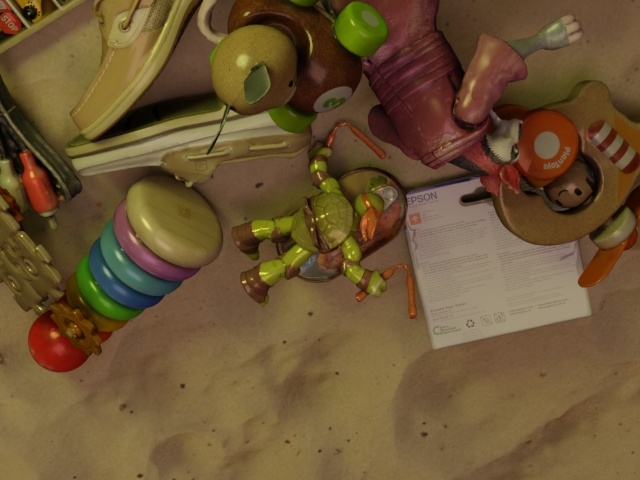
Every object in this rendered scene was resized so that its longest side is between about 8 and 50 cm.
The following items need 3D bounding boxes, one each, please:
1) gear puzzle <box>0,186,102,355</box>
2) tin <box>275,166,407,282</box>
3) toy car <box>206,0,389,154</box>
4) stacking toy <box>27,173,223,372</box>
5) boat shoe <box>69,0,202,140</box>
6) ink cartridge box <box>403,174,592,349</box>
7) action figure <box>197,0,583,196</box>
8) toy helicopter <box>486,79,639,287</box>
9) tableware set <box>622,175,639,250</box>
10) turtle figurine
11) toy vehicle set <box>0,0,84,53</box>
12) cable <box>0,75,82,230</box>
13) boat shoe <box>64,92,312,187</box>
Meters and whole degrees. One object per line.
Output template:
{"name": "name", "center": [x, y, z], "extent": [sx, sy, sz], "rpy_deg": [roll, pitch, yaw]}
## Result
{"name": "gear puzzle", "center": [-0.375, 0.006, 1.278], "extent": [0.339, 0.044, 0.175], "rpy_deg": [52, 145, -6]}
{"name": "tin", "center": [0.028, -0.022, 1.348], "extent": [0.189, 0.040, 0.106], "rpy_deg": [-34, 101, 18]}
{"name": "toy car", "center": [-0.045, -0.155, 0.981], "extent": [0.149, 0.188, 0.155], "rpy_deg": [38, 131, -10]}
{"name": "stacking toy", "center": [-0.275, 0.065, 1.363], "extent": [0.141, 0.141, 0.330], "rpy_deg": [34, 121, -20]}
{"name": "boat shoe", "center": [-0.201, -0.270, 1.163], "extent": [0.110, 0.122, 0.341], "rpy_deg": [31, 105, -18]}
{"name": "ink cartridge box", "center": [0.232, 0.016, 1.374], "extent": [0.223, 0.045, 0.224], "rpy_deg": [-12, 100, 5]}
{"name": "action figure", "center": [0.100, -0.195, 1.111], "extent": [0.370, 0.275, 0.248], "rpy_deg": [54, 134, 2]}
{"name": "toy helicopter", "center": [0.382, -0.095, 1.270], "extent": [0.355, 0.140, 0.235], "rpy_deg": [-22, 103, -6]}
{"name": "tableware set", "center": [0.457, -0.051, 1.372], "extent": [0.168, 0.020, 0.141], "rpy_deg": [-11, 119, 6]}
{"name": "turtle figurine", "center": [0.000, 0.000, 1.269], "extent": [0.217, 0.269, 0.087], "rpy_deg": [-26, 163, 20]}
{"name": "toy vehicle set", "center": [-0.390, -0.352, 1.148], "extent": [0.166, 0.035, 0.267], "rpy_deg": [-29, 118, 15]}
{"name": "cable", "center": [-0.382, -0.128, 1.237], "extent": [0.139, 0.072, 0.287], "rpy_deg": [14, 140, 29]}
{"name": "boat shoe", "center": [-0.157, -0.118, 1.255], "extent": [0.302, 0.113, 0.103], "rpy_deg": [-14, 115, 5]}
